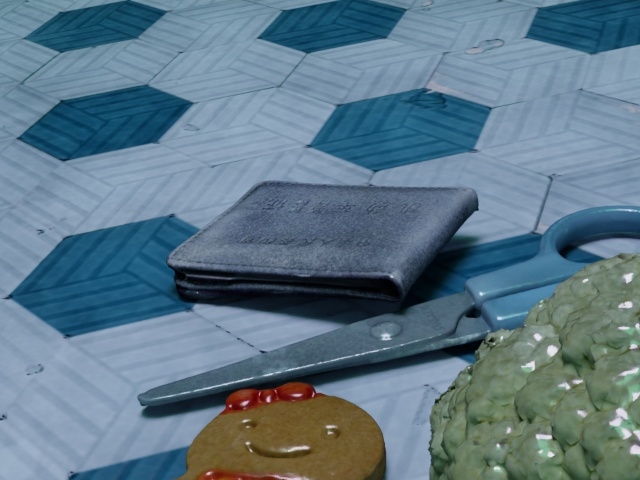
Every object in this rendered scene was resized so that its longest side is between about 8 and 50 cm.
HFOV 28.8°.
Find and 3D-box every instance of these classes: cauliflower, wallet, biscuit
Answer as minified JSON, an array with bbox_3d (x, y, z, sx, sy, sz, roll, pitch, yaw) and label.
[{"bbox_3d":[0.183,0.140,0.597,0.250,0.275,0.272,18,-26,-35],"label":"cauliflower"},{"bbox_3d":[0.000,-0.002,1.014,0.222,0.036,0.167,1,27,32],"label":"wallet"},{"bbox_3d":[-0.034,0.155,0.756,0.166,0.036,0.225,4,30,22],"label":"biscuit"}]

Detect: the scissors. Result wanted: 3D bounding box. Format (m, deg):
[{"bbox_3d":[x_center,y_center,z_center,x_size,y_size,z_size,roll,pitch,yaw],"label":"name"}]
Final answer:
[{"bbox_3d":[0.087,0.060,0.907,0.447,0.029,0.192,-13,28,-10],"label":"scissors"}]
